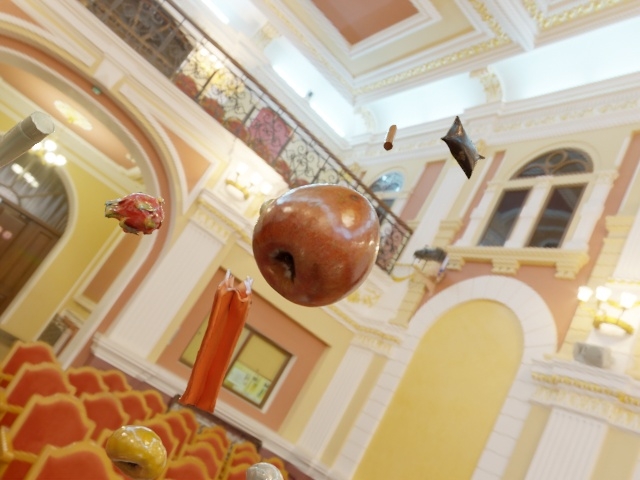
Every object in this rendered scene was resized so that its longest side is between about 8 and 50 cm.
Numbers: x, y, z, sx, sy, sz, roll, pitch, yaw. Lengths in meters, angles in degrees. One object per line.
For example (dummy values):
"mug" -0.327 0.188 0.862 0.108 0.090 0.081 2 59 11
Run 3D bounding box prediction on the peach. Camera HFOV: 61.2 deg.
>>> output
"peach" -0.510 0.585 1.492 0.179 0.103 0.179 13 -51 17

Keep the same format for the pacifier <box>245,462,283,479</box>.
"pacifier" -0.146 0.610 1.158 0.288 0.269 0.343 -38 -71 24

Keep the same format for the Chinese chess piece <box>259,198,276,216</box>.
"Chinese chess piece" -0.117 -0.065 1.372 0.084 0.084 0.034 38 -48 -23

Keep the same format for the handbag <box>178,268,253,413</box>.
"handbag" -0.329 0.313 1.739 0.116 0.410 0.303 19 4 -10

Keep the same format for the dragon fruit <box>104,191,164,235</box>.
"dragon fruit" -0.360 -0.054 1.049 0.116 0.086 0.081 14 -48 -25

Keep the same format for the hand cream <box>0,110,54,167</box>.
"hand cream" -0.598 -0.179 1.039 0.205 0.078 0.050 -25 -44 22

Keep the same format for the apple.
"apple" 0.000 0.000 1.036 0.253 0.253 0.253 28 -17 9

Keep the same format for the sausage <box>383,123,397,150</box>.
"sausage" 0.178 -0.262 1.364 0.026 0.116 0.026 8 -53 11

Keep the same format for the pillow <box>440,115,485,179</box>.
"pillow" 0.374 -0.243 1.421 0.048 0.090 0.150 -17 -55 41
